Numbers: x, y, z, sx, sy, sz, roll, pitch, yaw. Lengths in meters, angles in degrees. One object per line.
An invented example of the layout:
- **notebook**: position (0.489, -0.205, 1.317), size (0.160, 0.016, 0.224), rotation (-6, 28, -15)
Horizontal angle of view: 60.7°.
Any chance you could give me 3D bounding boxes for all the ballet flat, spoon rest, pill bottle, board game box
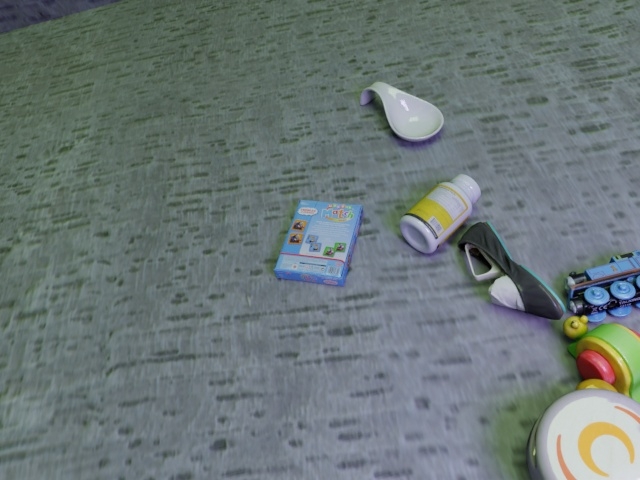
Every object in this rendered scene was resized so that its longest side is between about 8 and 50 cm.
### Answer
- **ballet flat**: position (0.367, 0.073, 1.100), size (0.096, 0.095, 0.280), rotation (-30, 41, 2)
- **spoon rest**: position (0.207, -0.351, 1.463), size (0.137, 0.084, 0.276), rotation (-37, 53, -16)
- **pill bottle**: position (0.269, -0.064, 1.212), size (0.184, 0.103, 0.103), rotation (-41, 55, -19)
- **board game box**: position (0.000, 0.000, 1.266), size (0.160, 0.039, 0.212), rotation (6, 55, 17)

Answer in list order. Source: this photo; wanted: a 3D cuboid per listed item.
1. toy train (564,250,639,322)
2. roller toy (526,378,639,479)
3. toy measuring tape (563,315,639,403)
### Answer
- **toy train**: position (0.559, 0.088, 1.048), size (0.184, 0.080, 0.105), rotation (-15, 42, 4)
- **roller toy**: position (0.420, 0.333, 0.841), size (0.191, 0.146, 0.209), rotation (-25, 61, -1)
- **toy measuring tape**: position (0.536, 0.241, 0.905), size (0.121, 0.121, 0.330), rotation (-29, 52, -10)
